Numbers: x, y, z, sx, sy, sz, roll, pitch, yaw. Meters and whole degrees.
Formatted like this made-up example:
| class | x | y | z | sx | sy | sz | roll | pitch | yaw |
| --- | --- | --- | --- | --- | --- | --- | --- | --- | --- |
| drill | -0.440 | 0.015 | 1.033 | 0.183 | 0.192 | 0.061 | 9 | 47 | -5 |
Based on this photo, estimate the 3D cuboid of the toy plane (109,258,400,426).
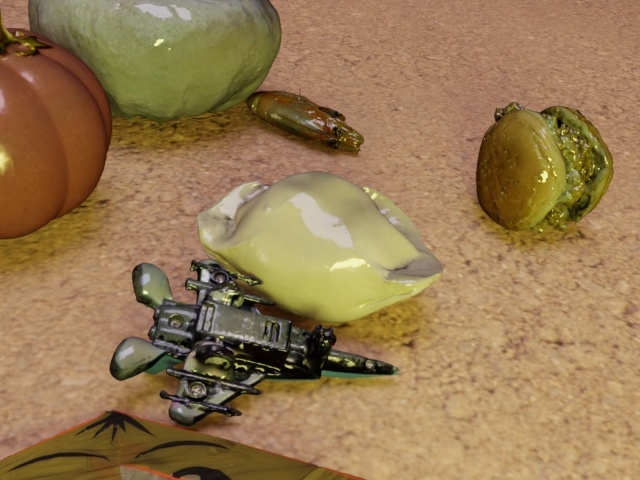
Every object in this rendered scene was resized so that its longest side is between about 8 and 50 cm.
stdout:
| class | x | y | z | sx | sy | sz | roll | pitch | yaw |
| --- | --- | --- | --- | --- | --- | --- | --- | --- | --- |
| toy plane | -0.048 | 0.090 | 0.700 | 0.247 | 0.078 | 0.169 | 7 | 50 | -2 |

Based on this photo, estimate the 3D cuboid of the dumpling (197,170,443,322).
| class | x | y | z | sx | sy | sz | roll | pitch | yaw |
| --- | --- | --- | --- | --- | --- | --- | --- | --- | --- |
| dumpling | 0.000 | 0.000 | 0.803 | 0.250 | 0.132 | 0.162 | 13 | 36 | 11 |

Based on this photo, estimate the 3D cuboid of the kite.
| class | x | y | z | sx | sy | sz | roll | pitch | yaw |
| --- | --- | --- | --- | --- | --- | --- | --- | --- | --- |
| kite | -0.131 | 0.174 | 0.516 | 0.378 | 0.013 | 0.327 | -2 | 13 | -14 |

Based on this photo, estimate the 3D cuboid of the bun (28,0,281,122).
| class | x | y | z | sx | sy | sz | roll | pitch | yaw |
| --- | --- | --- | --- | --- | --- | --- | --- | --- | --- |
| bun | -0.229 | -0.294 | 1.158 | 0.362 | 0.211 | 0.361 | 2 | 34 | -1 |

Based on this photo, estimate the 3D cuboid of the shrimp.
| class | x | y | z | sx | sy | sz | roll | pitch | yaw |
| --- | --- | --- | --- | --- | --- | --- | --- | --- | --- |
| shrimp | -0.015 | -0.181 | 1.167 | 0.217 | 0.051 | 0.115 | 29 | 37 | 36 |

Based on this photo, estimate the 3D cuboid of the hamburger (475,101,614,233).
| class | x | y | z | sx | sy | sz | roll | pitch | yaw |
| --- | --- | --- | --- | --- | --- | --- | --- | --- | --- |
| hamburger | 0.255 | -0.096 | 0.977 | 0.131 | 0.159 | 0.184 | -10 | 55 | -19 |

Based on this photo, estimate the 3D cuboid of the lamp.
| class | x | y | z | sx | sy | sz | roll | pitch | yaw |
| --- | --- | --- | --- | --- | --- | --- | --- | --- | --- |
| lamp | -0.375 | -0.133 | 0.848 | 0.306 | 0.239 | 0.305 | 4 | 33 | -3 |
